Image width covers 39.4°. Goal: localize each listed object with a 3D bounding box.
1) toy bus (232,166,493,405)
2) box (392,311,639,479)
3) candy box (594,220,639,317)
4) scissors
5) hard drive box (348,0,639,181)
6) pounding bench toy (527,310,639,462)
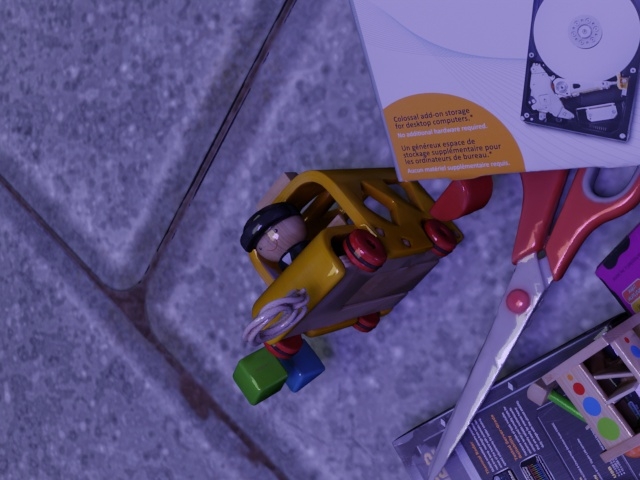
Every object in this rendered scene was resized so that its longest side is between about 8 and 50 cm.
[{"bbox_3d":[0.003,0.003,0.600,0.104,0.191,0.202,52,163,19],"label":"toy bus"},{"bbox_3d":[0.178,0.190,0.578,0.183,0.056,0.231,-38,74,31],"label":"box"},{"bbox_3d":[0.258,0.068,0.451,0.071,0.159,0.233,-31,74,-10],"label":"candy box"},{"bbox_3d":[0.141,0.025,0.564,0.109,0.021,0.297,12,85,33],"label":"scissors"},{"bbox_3d":[0.106,-0.157,0.475,0.181,0.089,0.232,-3,114,37],"label":"hard drive box"},{"bbox_3d":[0.165,0.092,0.509,0.065,0.052,0.083,56,137,15],"label":"pounding bench toy"}]
